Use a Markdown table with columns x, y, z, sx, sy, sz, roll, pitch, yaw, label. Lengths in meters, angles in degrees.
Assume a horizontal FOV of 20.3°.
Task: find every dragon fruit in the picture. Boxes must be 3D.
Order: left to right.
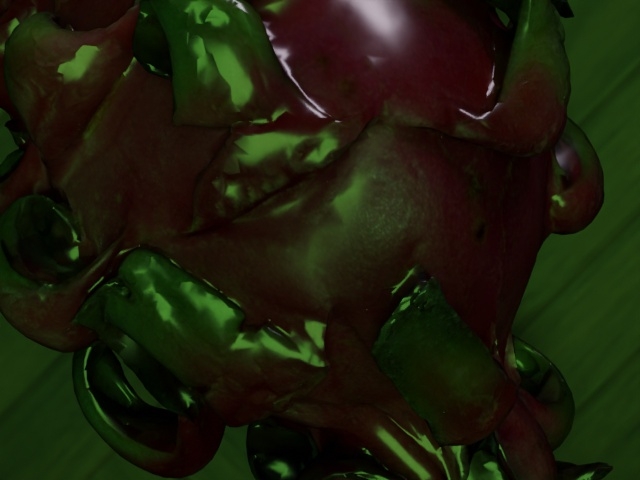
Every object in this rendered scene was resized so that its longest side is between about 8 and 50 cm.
| x | y | z | sx | sy | sz | roll | pitch | yaw | label |
| --- | --- | --- | --- | --- | --- | --- | --- | --- | --- |
| -0.007 | -0.004 | 0.605 | 0.198 | 0.218 | 0.273 | 7 | 108 | 43 | dragon fruit |
